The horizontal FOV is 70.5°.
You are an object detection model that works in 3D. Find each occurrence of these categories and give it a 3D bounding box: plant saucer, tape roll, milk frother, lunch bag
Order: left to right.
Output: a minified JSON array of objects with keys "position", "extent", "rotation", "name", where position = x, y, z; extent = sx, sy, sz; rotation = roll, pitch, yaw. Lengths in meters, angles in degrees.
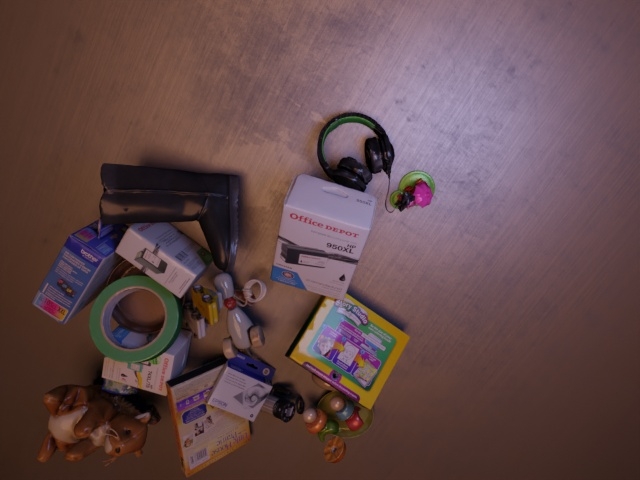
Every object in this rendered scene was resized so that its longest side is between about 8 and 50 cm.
[{"position":[-0.817,0.582,1.914],"extent":[0.151,0.129,0.096],"rotation":[17,108,1],"name":"lunch bag"},{"position":[-0.686,0.293,1.695],"extent":[0.321,0.077,0.321],"rotation":[1,76,-4],"name":"tape roll"},{"position":[-0.686,0.209,1.793],"extent":[0.311,0.050,0.310],"rotation":[0,89,0],"name":"plant saucer"},{"position":[-0.156,0.694,1.908],"extent":[0.135,0.129,0.143],"rotation":[7,144,39],"name":"milk frother"},{"position":[0.104,0.725,1.919],"extent":[0.241,0.037,0.241],"rotation":[2,108,5],"name":"plant saucer"}]

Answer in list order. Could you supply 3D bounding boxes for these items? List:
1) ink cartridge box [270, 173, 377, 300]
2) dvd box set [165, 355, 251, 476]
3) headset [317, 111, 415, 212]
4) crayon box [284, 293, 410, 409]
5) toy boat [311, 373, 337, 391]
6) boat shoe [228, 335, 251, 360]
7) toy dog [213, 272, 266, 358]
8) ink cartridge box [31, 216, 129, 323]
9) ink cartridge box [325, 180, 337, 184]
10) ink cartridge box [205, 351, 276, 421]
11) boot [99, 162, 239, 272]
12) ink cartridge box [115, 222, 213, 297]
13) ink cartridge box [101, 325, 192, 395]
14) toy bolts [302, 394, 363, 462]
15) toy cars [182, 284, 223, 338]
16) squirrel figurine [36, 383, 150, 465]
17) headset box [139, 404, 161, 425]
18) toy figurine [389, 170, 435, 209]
[{"position":[0.000,0.000,1.556],"extent":[0.285,0.166,0.395],"rotation":[16,137,1],"name":"ink cartridge box"},{"position":[-0.447,0.707,1.855],"extent":[0.308,0.062,0.420],"rotation":[-17,111,-36],"name":"dvd box set"},{"position":[0.157,-0.257,1.513],"extent":[0.243,0.185,0.394],"rotation":[-38,86,-6],"name":"headset"},{"position":[0.104,0.397,1.708],"extent":[0.363,0.106,0.313],"rotation":[35,72,-6],"name":"crayon box"},{"position":[0.082,0.527,1.825],"extent":[0.231,0.151,0.151],"rotation":[9,77,2],"name":"toy boat"},{"position":[-0.333,0.438,1.868],"extent":[0.050,0.045,0.135],"rotation":[-29,105,3],"name":"boat shoe"},{"position":[-0.321,0.290,1.785],"extent":[0.220,0.161,0.333],"rotation":[3,93,-1],"name":"toy dog"},{"position":[-0.856,0.076,1.690],"extent":[0.151,0.270,0.395],"rotation":[37,107,-9],"name":"ink cartridge box"},{"position":[0.040,-0.125,1.654],"extent":[0.104,0.060,0.180],"rotation":[0,107,4],"name":"ink cartridge box"},{"position":[-0.311,0.589,1.830],"extent":[0.223,0.045,0.224],"rotation":[31,80,-24],"name":"ink cartridge box"},{"position":[-0.516,-0.075,1.558],"extent":[0.445,0.146,0.367],"rotation":[3,77,-22],"name":"boot"},{"position":[-0.570,0.050,1.688],"extent":[0.289,0.211,0.121],"rotation":[37,108,-5],"name":"ink cartridge box"},{"position":[-0.692,0.457,1.828],"extent":[0.270,0.197,0.198],"rotation":[16,108,1],"name":"ink cartridge box"},{"position":[0.045,0.729,1.802],"extent":[0.228,0.218,0.158],"rotation":[-40,113,8],"name":"toy bolts"},{"position":[-0.439,0.266,1.716],"extent":[0.394,0.087,0.176],"rotation":[-44,64,55],"name":"toy cars"},{"position":[-0.864,0.733,1.846],"extent":[0.370,0.397,0.281],"rotation":[10,90,2],"name":"squirrel figurine"},{"position":[-0.758,0.784,2.020],"extent":[0.062,0.032,0.083],"rotation":[-20,102,11],"name":"headset box"},{"position":[0.322,-0.154,1.567],"extent":[0.173,0.159,0.130],"rotation":[-32,101,14],"name":"toy figurine"}]
